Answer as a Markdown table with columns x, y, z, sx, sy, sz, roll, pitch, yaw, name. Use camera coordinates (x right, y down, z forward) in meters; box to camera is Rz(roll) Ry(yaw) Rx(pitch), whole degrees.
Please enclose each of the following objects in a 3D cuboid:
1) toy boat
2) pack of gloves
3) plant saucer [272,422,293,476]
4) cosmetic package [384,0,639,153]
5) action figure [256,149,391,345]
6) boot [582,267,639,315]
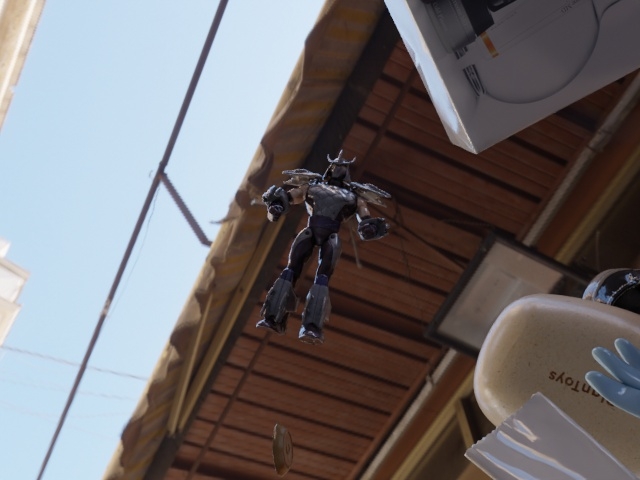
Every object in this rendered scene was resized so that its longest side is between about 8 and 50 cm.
| x | y | z | sx | sy | sz | roll | pitch | yaw | name |
| --- | --- | --- | --- | --- | --- | --- | --- | --- | --- |
| 0.337 | 0.112 | 0.718 | 0.318 | 0.267 | 0.148 | -61 | -31 | -2 | toy boat |
| 0.244 | 0.149 | 0.407 | 0.195 | 0.232 | 0.046 | -25 | -45 | -31 | pack of gloves |
| -0.059 | 0.337 | 1.055 | 0.015 | 0.083 | 0.083 | -8 | -62 | 11 | plant saucer |
| 0.184 | -0.315 | 0.614 | 0.284 | 0.097 | 0.377 | -29 | -75 | 3 | cosmetic package |
| 0.000 | 0.000 | 0.924 | 0.185 | 0.099 | 0.285 | 11 | -105 | 17 | action figure |
| 0.625 | 0.102 | 1.054 | 0.377 | 0.284 | 0.138 | -6 | -91 | -39 | boot |
